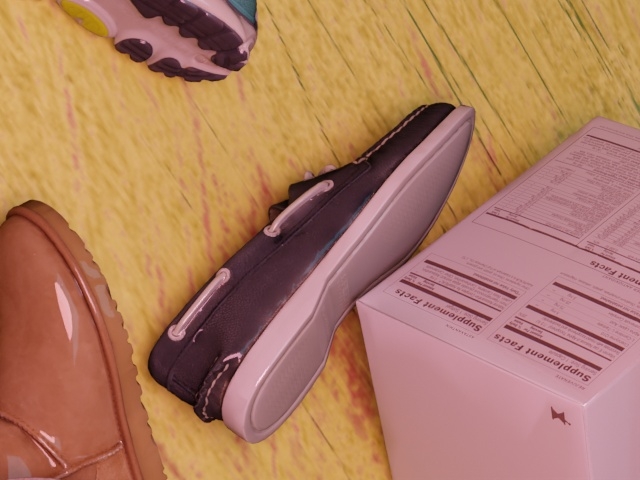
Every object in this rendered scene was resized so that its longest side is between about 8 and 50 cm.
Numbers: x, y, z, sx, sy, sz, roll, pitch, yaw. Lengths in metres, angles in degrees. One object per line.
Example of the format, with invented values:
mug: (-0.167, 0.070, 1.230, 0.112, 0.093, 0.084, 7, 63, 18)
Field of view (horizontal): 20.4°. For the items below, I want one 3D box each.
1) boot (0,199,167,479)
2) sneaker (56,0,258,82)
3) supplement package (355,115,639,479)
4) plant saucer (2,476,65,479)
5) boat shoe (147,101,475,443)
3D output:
boot: (-0.235, 0.128, 1.059, 0.269, 0.089, 0.236, -24, 99, -31)
sneaker: (-0.151, -0.208, 1.154, 0.275, 0.107, 0.110, 35, 48, -31)
supplement package: (0.196, 0.080, 1.245, 0.263, 0.198, 0.199, -36, 132, -30)
plant saucer: (-0.194, 0.287, 1.012, 0.311, 0.050, 0.310, -5, 96, -47)
boat shoe: (0.000, 0.000, 1.216, 0.302, 0.091, 0.114, -48, 155, -32)
